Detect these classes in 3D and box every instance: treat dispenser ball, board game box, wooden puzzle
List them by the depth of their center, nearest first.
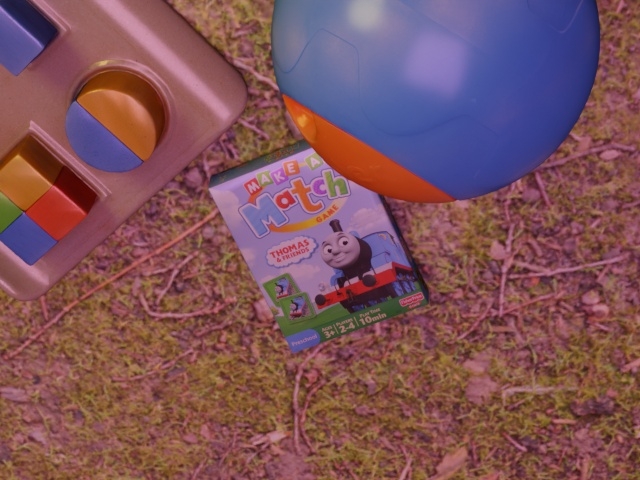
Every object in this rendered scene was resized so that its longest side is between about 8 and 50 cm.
[{"bbox_3d":[0.100,-0.176,1.228,0.288,0.288,0.288,1,116,2],"label":"treat dispenser ball"},{"bbox_3d":[-0.298,-0.132,1.383,0.348,0.080,0.322,-41,107,19],"label":"wooden puzzle"},{"bbox_3d":[0.000,0.000,1.456,0.160,0.039,0.211,-21,112,13],"label":"board game box"}]
